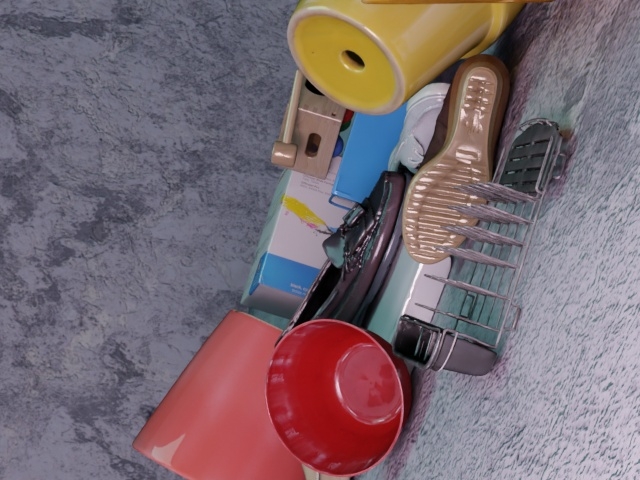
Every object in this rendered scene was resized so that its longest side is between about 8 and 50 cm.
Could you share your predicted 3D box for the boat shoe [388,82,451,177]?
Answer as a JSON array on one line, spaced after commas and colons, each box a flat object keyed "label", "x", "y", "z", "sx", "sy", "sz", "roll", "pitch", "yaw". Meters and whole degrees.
[{"label": "boat shoe", "x": 0.140, "y": -0.119, "z": 1.933, "sx": 0.227, "sy": 0.079, "sz": 0.081, "roll": 112, "pitch": 164, "yaw": -59}]

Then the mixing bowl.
[{"label": "mixing bowl", "x": 0.036, "y": 0.173, "z": 1.691, "sx": 0.098, "sy": 0.181, "sz": 0.181, "roll": -9, "pitch": -56, "yaw": -59}]

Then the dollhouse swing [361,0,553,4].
[{"label": "dollhouse swing", "x": 0.201, "y": -0.419, "z": 1.471, "sx": 0.347, "sy": 0.315, "sz": 0.305, "roll": 173, "pitch": 95, "yaw": -82}]

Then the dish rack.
[{"label": "dish rack", "x": 0.160, "y": 0.003, "z": 1.465, "sx": 0.208, "sy": 0.074, "sz": 0.271, "roll": -173, "pitch": 102, "yaw": -81}]

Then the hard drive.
[{"label": "hard drive", "x": 0.094, "y": 0.080, "z": 1.876, "sx": 0.307, "sy": 0.040, "sz": 0.203, "roll": -114, "pitch": 44, "yaw": -78}]

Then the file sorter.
[{"label": "file sorter", "x": 0.090, "y": -0.119, "z": 2.101, "sx": 0.104, "sy": 0.118, "sz": 0.170, "roll": 125, "pitch": 162, "yaw": -78}]

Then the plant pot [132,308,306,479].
[{"label": "plant pot", "x": -0.097, "y": 0.247, "z": 2.106, "sx": 0.243, "sy": 0.275, "sz": 0.275, "roll": -62, "pitch": 7, "yaw": -7}]

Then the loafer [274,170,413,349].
[{"label": "loafer", "x": 0.029, "y": 0.042, "z": 1.901, "sx": 0.109, "sy": 0.095, "sz": 0.302, "roll": -93, "pitch": 23, "yaw": -69}]

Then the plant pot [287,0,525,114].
[{"label": "plant pot", "x": 0.091, "y": -0.284, "z": 1.745, "sx": 0.239, "sy": 0.254, "sz": 0.254, "roll": -54, "pitch": -2, "yaw": -28}]

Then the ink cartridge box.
[{"label": "ink cartridge box", "x": 0.000, "y": 0.000, "z": 2.242, "sx": 0.171, "sy": 0.168, "sz": 0.233, "roll": 131, "pitch": 156, "yaw": -73}]

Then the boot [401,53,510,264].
[{"label": "boot", "x": 0.167, "y": -0.099, "z": 1.737, "sx": 0.207, "sy": 0.090, "sz": 0.248, "roll": -44, "pitch": -27, "yaw": -80}]

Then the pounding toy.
[{"label": "pounding toy", "x": -0.005, "y": -0.170, "z": 2.091, "sx": 0.181, "sy": 0.094, "sz": 0.206, "roll": 107, "pitch": 180, "yaw": -49}]

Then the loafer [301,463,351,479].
[{"label": "loafer", "x": -0.005, "y": 0.235, "z": 1.870, "sx": 0.102, "sy": 0.092, "sz": 0.268, "roll": -115, "pitch": 29, "yaw": -80}]
